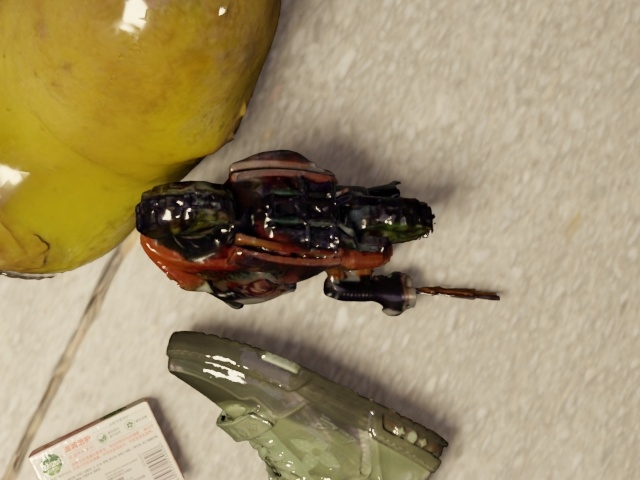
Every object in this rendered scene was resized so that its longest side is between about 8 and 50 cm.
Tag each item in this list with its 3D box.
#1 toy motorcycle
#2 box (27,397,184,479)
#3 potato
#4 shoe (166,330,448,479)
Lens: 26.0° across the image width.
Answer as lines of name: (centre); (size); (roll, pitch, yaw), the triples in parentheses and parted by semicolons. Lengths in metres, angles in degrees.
toy motorcycle: (0.000, 0.000, 1.303); (0.401, 0.207, 0.134); (1, 76, -26)
box: (-0.203, 0.215, 1.318); (0.125, 0.043, 0.089); (-24, 94, -9)
potato: (-0.205, -0.163, 1.203); (0.397, 0.296, 0.290); (-40, 94, -10)
shoe: (-0.028, 0.199, 1.313); (0.293, 0.109, 0.149); (24, 80, -13)
